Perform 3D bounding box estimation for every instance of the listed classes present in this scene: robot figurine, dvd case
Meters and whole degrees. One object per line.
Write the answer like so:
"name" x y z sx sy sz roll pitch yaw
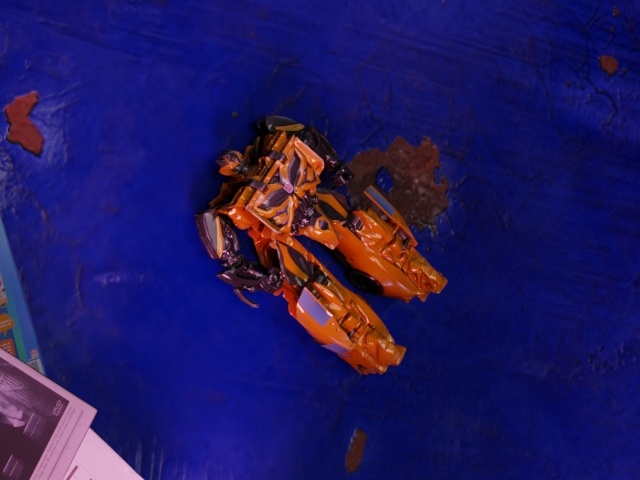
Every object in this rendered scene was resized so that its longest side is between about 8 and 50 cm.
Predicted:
"robot figurine" 0.000 0.000 2.072 0.291 0.085 0.211 44 61 -25
"dvd case" -0.331 0.165 1.689 0.239 0.029 0.179 36 65 -25

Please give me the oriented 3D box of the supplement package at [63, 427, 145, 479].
"supplement package" -0.237 0.277 1.839 0.244 0.139 0.134 46 61 -22

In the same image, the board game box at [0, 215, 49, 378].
"board game box" -0.360 0.062 1.823 0.160 0.047 0.210 -19 98 -36
